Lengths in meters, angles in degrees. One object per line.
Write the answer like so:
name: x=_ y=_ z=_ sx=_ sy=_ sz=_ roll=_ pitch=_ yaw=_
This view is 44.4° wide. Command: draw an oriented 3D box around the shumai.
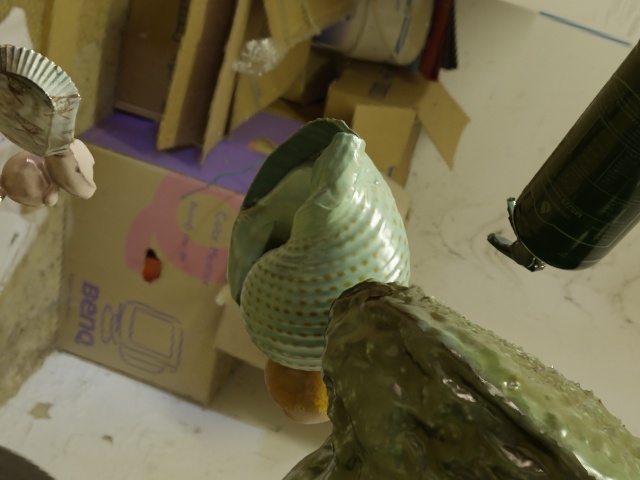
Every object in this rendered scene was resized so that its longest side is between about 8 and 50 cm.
shumai: x=0.116 y=0.243 z=0.744 sx=0.323 sy=0.397 sz=0.324 roll=-56 pitch=144 yaw=3

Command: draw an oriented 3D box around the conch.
conch: x=0.011 y=0.008 z=1.067 sx=0.319 sy=0.215 sz=0.303 roll=-58 pitch=-145 yaw=16

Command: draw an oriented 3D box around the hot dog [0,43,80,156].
hot dog: x=-0.321 y=-0.153 z=0.877 sx=0.191 sy=0.108 sz=0.059 roll=-34 pitch=-150 yaw=63

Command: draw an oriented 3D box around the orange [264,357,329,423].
orange: x=-0.015 y=0.218 z=1.242 sx=0.156 sy=0.156 sz=0.134 roll=-54 pitch=164 yaw=-68

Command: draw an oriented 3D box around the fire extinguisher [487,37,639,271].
fire extinguisher: x=0.241 y=-0.064 z=0.664 sx=0.095 sy=0.114 sz=0.311 roll=-13 pitch=147 yaw=-31

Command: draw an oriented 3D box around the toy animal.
toy animal: x=-0.497 y=-0.106 z=1.333 sx=0.124 sy=0.212 sz=0.124 roll=164 pitch=-90 yaw=-87
